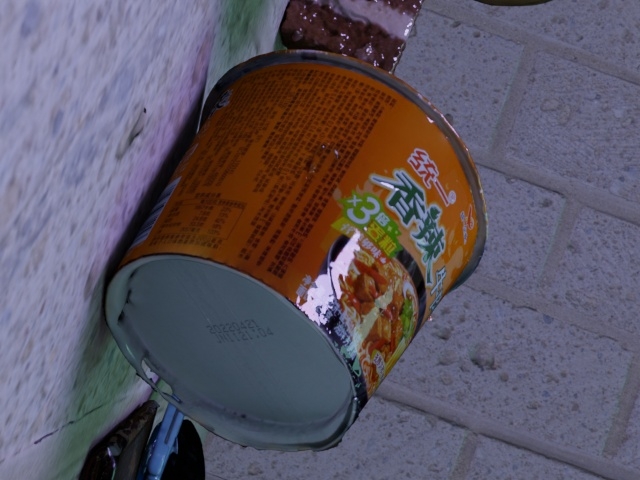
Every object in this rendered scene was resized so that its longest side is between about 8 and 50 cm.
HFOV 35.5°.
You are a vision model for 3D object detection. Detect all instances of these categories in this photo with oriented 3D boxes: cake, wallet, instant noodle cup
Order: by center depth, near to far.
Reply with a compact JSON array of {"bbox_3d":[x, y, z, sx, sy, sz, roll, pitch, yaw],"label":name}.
[{"bbox_3d":[-0.021,0.016,0.665,0.182,0.230,0.230,-58,172,-42],"label":"instant noodle cup"},{"bbox_3d":[-0.186,0.218,0.894,0.232,0.031,0.122,-145,-109,-88],"label":"wallet"},{"bbox_3d":[0.044,-0.253,1.067,0.134,0.135,0.147,-80,-165,-87],"label":"cake"}]

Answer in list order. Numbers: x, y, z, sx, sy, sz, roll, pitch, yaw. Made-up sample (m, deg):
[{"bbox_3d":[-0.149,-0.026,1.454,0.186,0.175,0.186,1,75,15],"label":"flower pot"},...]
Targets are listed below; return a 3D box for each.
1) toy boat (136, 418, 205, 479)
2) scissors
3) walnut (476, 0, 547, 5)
[{"bbox_3d":[-0.197,0.318,1.053,0.299,0.092,0.134,-81,158,-53],"label":"toy boat"},{"bbox_3d":[-0.137,0.127,1.119,0.393,0.032,0.180,-78,-175,-60],"label":"scissors"},{"bbox_3d":[0.124,-0.311,0.623,0.277,0.252,0.313,-48,158,-56],"label":"walnut"}]
